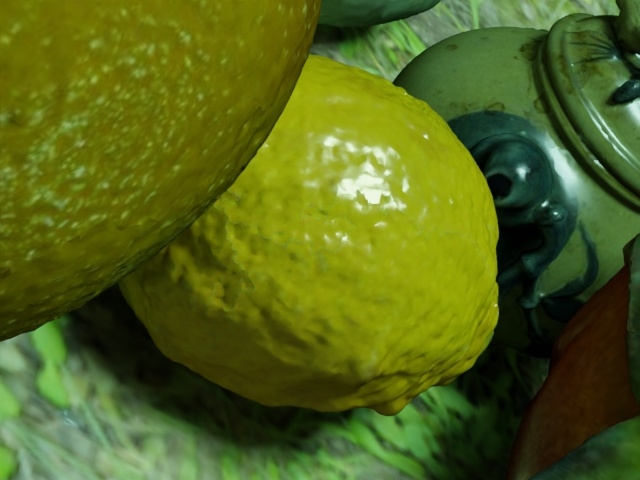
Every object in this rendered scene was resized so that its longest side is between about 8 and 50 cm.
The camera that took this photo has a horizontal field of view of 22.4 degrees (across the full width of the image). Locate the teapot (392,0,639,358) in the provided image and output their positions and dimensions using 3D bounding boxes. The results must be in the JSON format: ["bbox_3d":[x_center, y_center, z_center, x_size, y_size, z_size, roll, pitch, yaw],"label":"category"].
[{"bbox_3d":[0.130,-0.045,0.799,0.173,0.182,0.269,56,36,8],"label":"teapot"}]

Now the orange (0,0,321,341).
[{"bbox_3d":[-0.127,-0.099,0.508,0.274,0.274,0.274,28,42,-29],"label":"orange"}]

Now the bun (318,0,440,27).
[{"bbox_3d":[0.005,-0.215,0.858,0.212,0.126,0.204,-37,114,-48],"label":"bun"}]

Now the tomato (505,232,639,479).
[{"bbox_3d":[0.189,0.117,0.720,0.309,0.309,0.170,26,5,-30],"label":"tomato"}]

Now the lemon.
[{"bbox_3d":[0.000,0.000,0.656,0.187,0.142,0.142,28,42,-27],"label":"lemon"}]
